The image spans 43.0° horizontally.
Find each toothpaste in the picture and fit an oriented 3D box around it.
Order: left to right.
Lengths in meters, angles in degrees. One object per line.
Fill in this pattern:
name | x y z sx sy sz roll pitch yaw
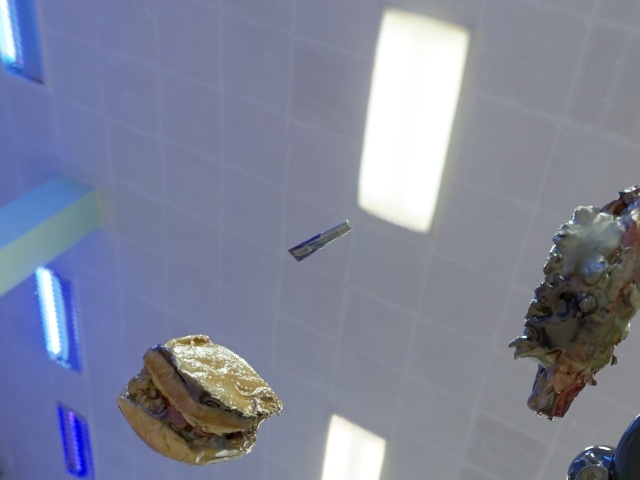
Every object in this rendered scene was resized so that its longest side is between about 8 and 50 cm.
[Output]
toothpaste | 0.000 0.000 0.979 0.083 0.015 0.024 -30 -53 19

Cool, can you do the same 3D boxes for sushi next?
sushi | 0.231 0.054 0.715 0.103 0.097 0.226 17 -83 -7

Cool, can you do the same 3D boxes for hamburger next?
hamburger | -0.197 0.264 1.323 0.244 0.244 0.163 34 -82 10

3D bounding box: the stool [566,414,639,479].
stool | 0.370 0.239 0.814 0.139 0.153 0.228 25 -6 -37
